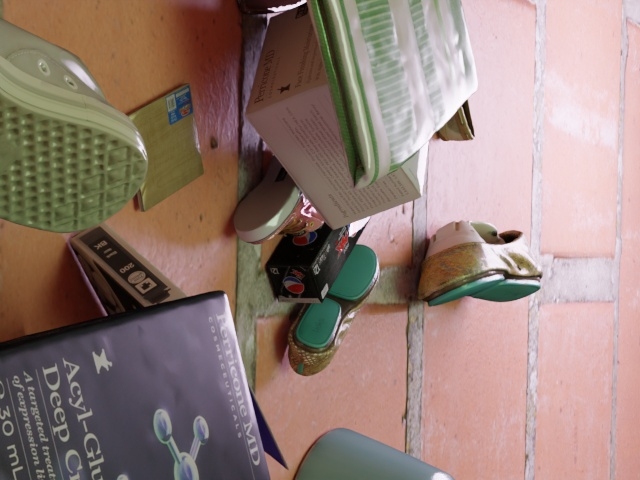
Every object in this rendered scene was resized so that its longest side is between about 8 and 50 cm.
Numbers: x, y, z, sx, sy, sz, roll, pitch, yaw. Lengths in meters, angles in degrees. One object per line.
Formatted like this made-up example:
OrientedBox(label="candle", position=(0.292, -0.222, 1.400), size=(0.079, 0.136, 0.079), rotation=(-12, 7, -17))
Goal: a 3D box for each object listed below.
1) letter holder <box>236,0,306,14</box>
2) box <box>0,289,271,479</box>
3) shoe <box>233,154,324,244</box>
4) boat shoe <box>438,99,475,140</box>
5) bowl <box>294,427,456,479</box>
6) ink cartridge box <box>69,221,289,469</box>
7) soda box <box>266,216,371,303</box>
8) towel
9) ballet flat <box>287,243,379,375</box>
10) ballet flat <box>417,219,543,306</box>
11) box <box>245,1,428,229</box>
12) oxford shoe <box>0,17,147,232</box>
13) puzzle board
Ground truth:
OrientedBox(label="letter holder", position=(0.028, -0.364, 2.042), size=(0.302, 0.152, 0.214), rotation=(-34, 123, -61))
OrientedBox(label="box", position=(-0.209, 0.220, 1.402), size=(0.395, 0.212, 0.293), rotation=(-15, 92, -67))
OrientedBox(label="shoe", position=(-0.037, -0.029, 2.016), size=(0.178, 0.063, 0.081), rotation=(-63, 139, -52))
OrientedBox(label="boat shoe", position=(0.184, -0.210, 2.506), size=(0.056, 0.048, 0.153), rotation=(-12, 102, -65))
OrientedBox(label="bowl", position=(0.087, 0.381, 2.190), size=(0.311, 0.163, 0.311), rotation=(1, 90, -66))
OrientedBox(label="ink cartridge box", position=(-0.128, 0.104, 1.678), size=(0.045, 0.208, 0.206), rotation=(-37, 133, -17))
OrientedBox(label="soda box", position=(0.000, 0.000, 2.103), size=(0.169, 0.060, 0.053), rotation=(-58, 140, -47))
OrientedBox(label="towel", position=(0.077, -0.216, 1.918), size=(0.325, 0.038, 0.248), rotation=(-47, 127, -57))
OrientedBox(label="ballet flat", position=(0.009, 0.082, 2.142), size=(0.206, 0.073, 0.067), rotation=(-53, 165, -48))
OrientedBox(label="ballet flat", position=(0.205, 0.027, 2.512), size=(0.348, 0.123, 0.123), rotation=(1, 90, -65))
OrientedBox(label="box", position=(0.025, -0.145, 1.999), size=(0.182, 0.119, 0.181), rotation=(52, 31, -32))
OrientedBox(label="oxford shoe", position=(-0.302, -0.125, 1.381), size=(0.449, 0.169, 0.130), rotation=(26, 26, -55))
OrientedBox(label="puzzle board", position=(-0.154, -0.093, 1.823), size=(0.128, 0.011, 0.096), rotation=(-40, 125, -59))
